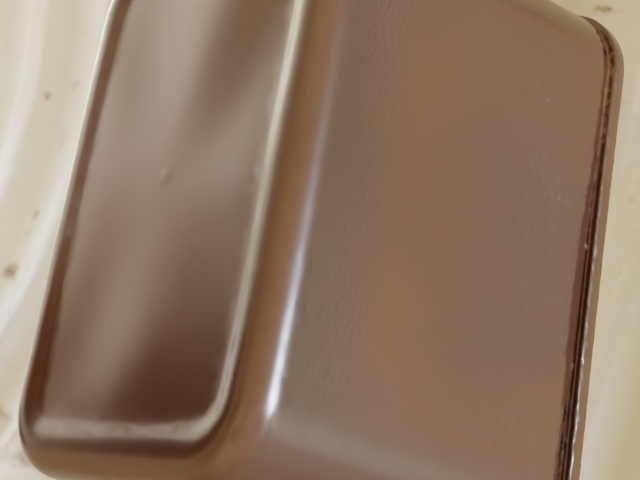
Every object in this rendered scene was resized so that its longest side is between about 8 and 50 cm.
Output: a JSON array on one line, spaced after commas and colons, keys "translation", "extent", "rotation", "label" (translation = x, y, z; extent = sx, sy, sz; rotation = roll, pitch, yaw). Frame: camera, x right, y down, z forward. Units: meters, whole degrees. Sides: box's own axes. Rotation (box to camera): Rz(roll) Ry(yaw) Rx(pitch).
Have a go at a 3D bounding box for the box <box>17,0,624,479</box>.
[{"translation": [0.000, 0.000, 0.727], "extent": [0.229, 0.339, 0.239], "rotation": [22, -20, -39], "label": "box"}]
